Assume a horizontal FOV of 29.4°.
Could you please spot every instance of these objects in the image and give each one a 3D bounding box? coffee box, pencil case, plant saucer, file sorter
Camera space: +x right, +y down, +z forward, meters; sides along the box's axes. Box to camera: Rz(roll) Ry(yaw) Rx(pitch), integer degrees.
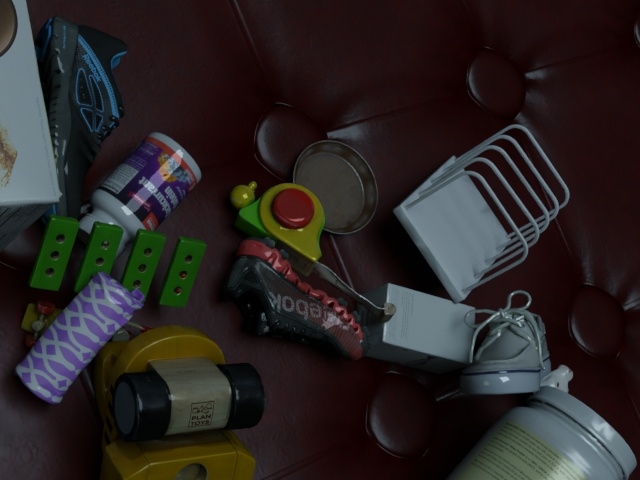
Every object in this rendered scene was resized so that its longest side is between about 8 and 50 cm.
[{"bbox_3d":[-0.568,-0.154,1.585,0.334,0.338,0.338,-6,78,-32],"label":"coffee box"},{"bbox_3d":[-0.342,0.141,1.731,0.206,0.086,0.088,-49,142,0],"label":"pencil case"},{"bbox_3d":[0.021,-0.089,2.097,0.168,0.029,0.168,10,69,-27],"label":"plant saucer"},{"bbox_3d":[0.289,-0.059,2.105,0.193,0.173,0.277,55,34,-4],"label":"file sorter"}]

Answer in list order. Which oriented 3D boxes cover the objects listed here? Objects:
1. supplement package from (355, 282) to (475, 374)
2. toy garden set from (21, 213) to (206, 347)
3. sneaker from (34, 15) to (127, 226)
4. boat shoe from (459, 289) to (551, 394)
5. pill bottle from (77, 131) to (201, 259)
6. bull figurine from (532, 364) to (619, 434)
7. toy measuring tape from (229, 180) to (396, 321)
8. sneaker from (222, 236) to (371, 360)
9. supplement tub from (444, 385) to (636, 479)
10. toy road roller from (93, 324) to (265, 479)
[{"bbox_3d":[0.158,0.151,2.057,0.179,0.105,0.105,16,67,-25],"label":"supplement package"},{"bbox_3d":[-0.315,0.069,1.795,0.244,0.049,0.204,11,108,-32],"label":"toy garden set"},{"bbox_3d":[-0.360,-0.176,1.843,0.139,0.125,0.341,9,71,-28],"label":"sneaker"},{"bbox_3d":[0.314,0.162,2.011,0.367,0.135,0.157,-7,93,-68],"label":"boat shoe"},{"bbox_3d":[-0.281,-0.063,1.855,0.108,0.108,0.193,44,71,-12],"label":"pill bottle"},{"bbox_3d":[0.444,0.381,2.154,0.188,0.101,0.310,12,72,-32],"label":"bull figurine"},{"bbox_3d":[0.000,0.000,1.979,0.330,0.121,0.121,34,59,2],"label":"toy measuring tape"},{"bbox_3d":[-0.045,0.121,1.952,0.276,0.097,0.135,40,59,-12],"label":"sneaker"},{"bbox_3d":[0.327,0.417,1.951,0.235,0.235,0.325,47,76,-10],"label":"supplement tub"},{"bbox_3d":[-0.229,0.278,1.765,0.202,0.240,0.330,-2,113,-31],"label":"toy road roller"}]
